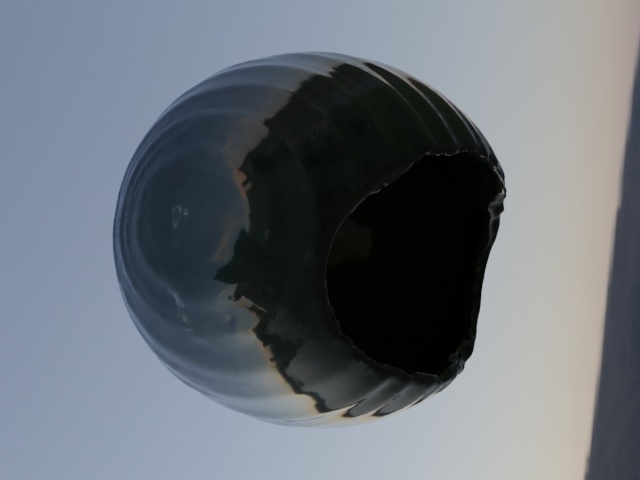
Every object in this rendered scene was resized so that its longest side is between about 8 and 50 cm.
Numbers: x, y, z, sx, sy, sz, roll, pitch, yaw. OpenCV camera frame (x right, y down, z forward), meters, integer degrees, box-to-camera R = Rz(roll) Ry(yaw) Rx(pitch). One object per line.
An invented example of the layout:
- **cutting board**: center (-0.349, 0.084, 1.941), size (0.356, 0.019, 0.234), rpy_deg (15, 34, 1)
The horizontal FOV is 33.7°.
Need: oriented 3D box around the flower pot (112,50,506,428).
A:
- **flower pot**: center (0.000, 0.000, 0.543), size (0.243, 0.157, 0.189), rpy_deg (13, -93, -59)
